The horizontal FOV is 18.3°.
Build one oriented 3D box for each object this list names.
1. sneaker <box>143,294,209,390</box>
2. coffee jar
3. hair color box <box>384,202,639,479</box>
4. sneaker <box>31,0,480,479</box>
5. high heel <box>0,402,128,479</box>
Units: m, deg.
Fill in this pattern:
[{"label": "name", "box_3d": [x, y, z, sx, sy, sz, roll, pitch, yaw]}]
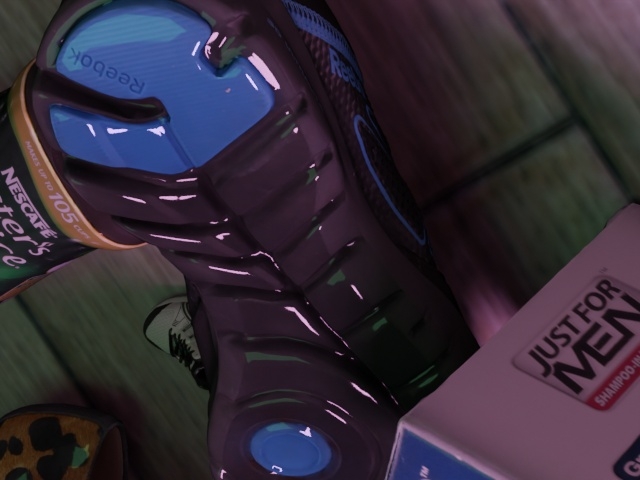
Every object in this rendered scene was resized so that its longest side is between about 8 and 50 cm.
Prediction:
[{"label": "sneaker", "box_3d": [-0.053, 0.049, 0.911, 0.083, 0.037, 0.032, 13, 124, 33]}, {"label": "coffee jar", "box_3d": [-0.129, -0.029, 0.894, 0.184, 0.079, 0.096, -22, 100, 42]}, {"label": "hair color box", "box_3d": [0.205, 0.136, 0.671, 0.347, 0.174, 0.105, 29, 131, 22]}, {"label": "sneaker", "box_3d": [0.000, 0.000, 0.798, 0.125, 0.140, 0.341, -8, 131, 15]}, {"label": "high heel", "box_3d": [-0.106, 0.211, 1.015, 0.186, 0.093, 0.261, -36, 94, 35]}]
